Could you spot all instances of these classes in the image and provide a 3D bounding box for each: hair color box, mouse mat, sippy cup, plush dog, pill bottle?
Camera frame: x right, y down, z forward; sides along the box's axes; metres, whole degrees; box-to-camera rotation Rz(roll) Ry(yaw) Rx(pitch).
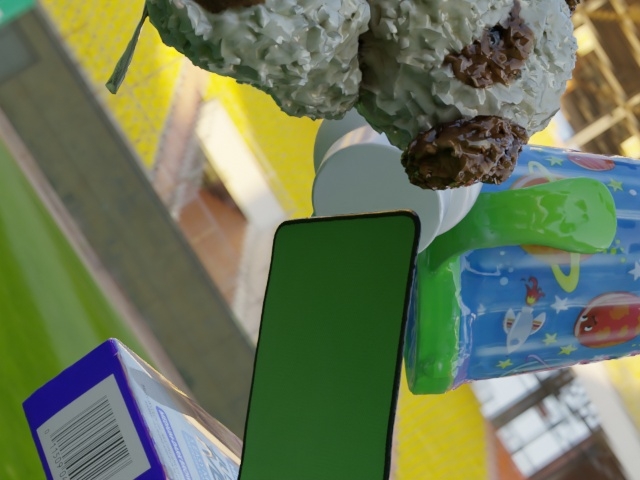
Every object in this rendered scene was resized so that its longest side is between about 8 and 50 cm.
[{"bbox_3d":[-0.097,0.247,1.327,0.339,0.110,0.185,49,8,-47],"label":"hair color box"},{"bbox_3d":[0.002,0.076,0.948,0.007,0.190,0.152,13,-9,-35],"label":"mouse mat"},{"bbox_3d":[0.185,0.015,1.326,0.305,0.224,0.240,-94,-176,-67],"label":"sippy cup"},{"bbox_3d":[0.031,-0.123,0.829,0.225,0.262,0.211,27,-34,-6],"label":"plush dog"},{"bbox_3d":[0.065,-0.074,1.115,0.124,0.124,0.221,59,26,-18],"label":"pill bottle"}]

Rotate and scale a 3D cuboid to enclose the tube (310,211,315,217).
[{"bbox_3d":[0.000,0.000,1.591,0.052,0.207,0.080,22,25,0],"label":"tube"}]
